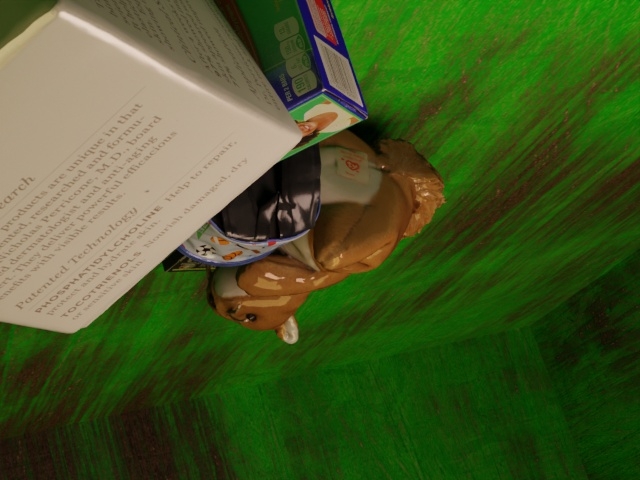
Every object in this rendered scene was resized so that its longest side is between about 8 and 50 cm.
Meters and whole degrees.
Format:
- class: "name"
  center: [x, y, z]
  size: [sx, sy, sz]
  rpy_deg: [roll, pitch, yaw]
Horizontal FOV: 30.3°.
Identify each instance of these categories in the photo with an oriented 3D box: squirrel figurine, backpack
- class: "squirrel figurine"
  center: [0.000, 0.000, 1.906]
  size: [0.397, 0.281, 0.370]
  rpy_deg: [-19, 151, -41]
- class: "backpack"
  center: [-0.130, -0.098, 1.582]
  size: [0.276, 0.263, 0.213]
  rpy_deg: [-6, 158, -35]

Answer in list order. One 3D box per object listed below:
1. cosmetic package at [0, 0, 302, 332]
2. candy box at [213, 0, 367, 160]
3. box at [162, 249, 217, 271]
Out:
- class: "cosmetic package"
  center: [-0.294, -0.155, 1.066]
  size: [0.327, 0.329, 0.393]
  rpy_deg: [-39, 156, 14]
- class: "candy box"
  center: [-0.141, -0.193, 1.291]
  size: [0.317, 0.268, 0.122]
  rpy_deg: [-26, 158, 21]
- class: "box"
  center: [-0.127, -0.015, 2.143]
  size: [0.270, 0.060, 0.216]
  rpy_deg: [-1, 156, -41]
